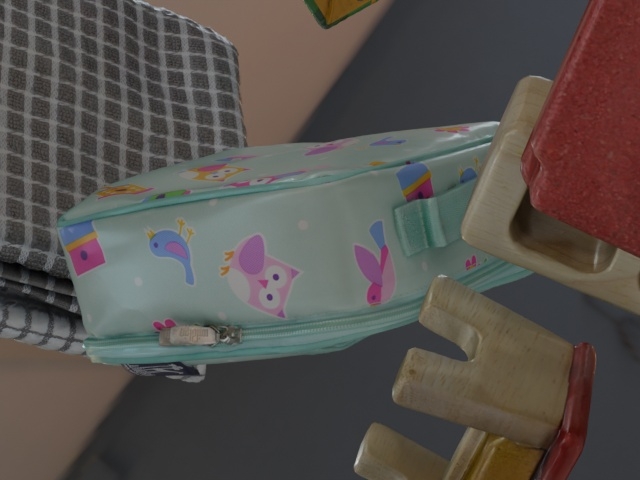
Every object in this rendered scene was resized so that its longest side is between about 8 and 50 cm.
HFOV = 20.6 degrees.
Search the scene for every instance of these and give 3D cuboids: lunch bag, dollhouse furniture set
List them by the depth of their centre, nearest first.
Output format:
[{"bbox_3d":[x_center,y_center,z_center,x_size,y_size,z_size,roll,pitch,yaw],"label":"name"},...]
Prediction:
[{"bbox_3d":[0.119,0.025,0.577,0.201,0.152,0.374,-66,-3,-56],"label":"dollhouse furniture set"},{"bbox_3d":[0.000,0.000,1.025,0.279,0.224,0.107,-22,-75,-57],"label":"lunch bag"}]

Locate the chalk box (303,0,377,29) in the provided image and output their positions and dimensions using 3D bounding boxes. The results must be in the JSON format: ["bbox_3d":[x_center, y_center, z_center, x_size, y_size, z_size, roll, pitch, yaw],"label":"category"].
[{"bbox_3d":[0.007,-0.341,1.424,0.180,0.289,0.179,-29,-52,7],"label":"chalk box"}]

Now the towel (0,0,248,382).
[{"bbox_3d":[-0.166,-0.060,1.230,0.235,0.283,0.121,17,-42,-31],"label":"towel"}]
